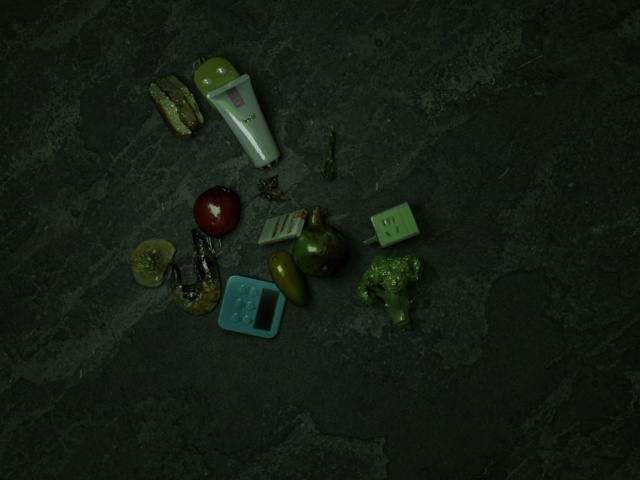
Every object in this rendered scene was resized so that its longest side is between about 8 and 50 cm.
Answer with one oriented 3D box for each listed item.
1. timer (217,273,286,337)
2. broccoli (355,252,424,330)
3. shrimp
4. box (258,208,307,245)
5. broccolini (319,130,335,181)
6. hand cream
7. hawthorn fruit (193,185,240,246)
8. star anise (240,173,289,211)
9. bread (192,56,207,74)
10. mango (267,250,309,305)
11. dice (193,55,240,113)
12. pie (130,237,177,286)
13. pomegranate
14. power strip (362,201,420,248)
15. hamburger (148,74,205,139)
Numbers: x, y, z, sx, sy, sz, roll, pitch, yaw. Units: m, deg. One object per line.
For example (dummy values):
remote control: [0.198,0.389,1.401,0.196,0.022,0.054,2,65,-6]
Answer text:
timer: [-0.277,0.273,1.775,0.249,0.091,0.232,12,88,2]
broccoli: [0.271,0.193,1.680,0.253,0.186,0.302,10,82,-4]
shrimp: [-0.546,0.138,1.819,0.233,0.071,0.365,-11,92,10]
box: [-0.154,-0.052,1.724,0.220,0.032,0.122,-13,49,40]
broccolini: [0.032,-0.352,1.803,0.067,0.058,0.216,8,78,-35]
hand cream: [-0.287,-0.467,1.734,0.185,0.118,0.359,-30,110,-7]
hawthorn fruit: [-0.422,-0.098,1.762,0.189,0.189,0.252,-1,94,5]
star anise: [-0.267,-0.156,1.830,0.148,0.219,0.227,41,136,-23]
bread: [-0.513,-0.736,1.860,0.072,0.053,0.106,-19,83,33]
mango: [-0.128,0.158,1.736,0.114,0.156,0.251,-21,95,6]
dice: [-0.411,-0.648,1.789,0.169,0.166,0.169,-37,85,2]
pie: [-0.727,0.089,1.842,0.185,0.052,0.218,21,87,11]
pomegranate: [0.014,0.009,1.716,0.230,0.231,0.286,12,58,6]
power strip: [0.266,-0.047,1.715,0.224,0.139,0.140,-21,87,4]
hamburger: [-0.602,-0.553,1.809,0.155,0.245,0.282,-30,40,-21]
